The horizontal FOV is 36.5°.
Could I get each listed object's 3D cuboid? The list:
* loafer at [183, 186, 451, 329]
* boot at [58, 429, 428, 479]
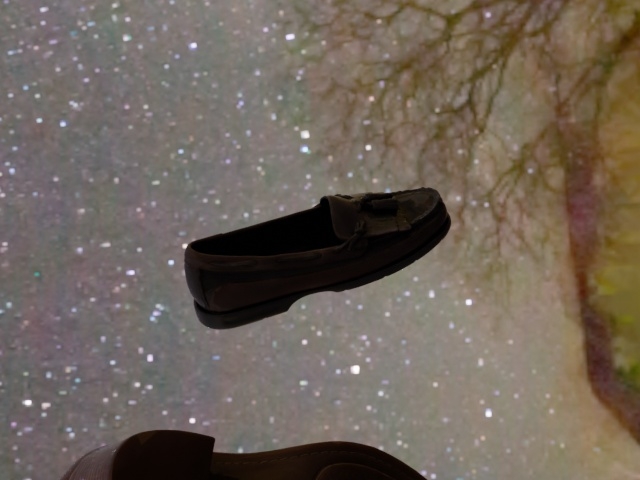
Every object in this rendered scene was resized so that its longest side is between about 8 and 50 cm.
[{"bbox_3d":[0.000,0.000,0.923,0.096,0.268,0.084,-130,20,-56],"label":"loafer"},{"bbox_3d":[-0.055,0.216,0.699,0.283,0.220,0.109,14,-119,-22],"label":"boot"}]
